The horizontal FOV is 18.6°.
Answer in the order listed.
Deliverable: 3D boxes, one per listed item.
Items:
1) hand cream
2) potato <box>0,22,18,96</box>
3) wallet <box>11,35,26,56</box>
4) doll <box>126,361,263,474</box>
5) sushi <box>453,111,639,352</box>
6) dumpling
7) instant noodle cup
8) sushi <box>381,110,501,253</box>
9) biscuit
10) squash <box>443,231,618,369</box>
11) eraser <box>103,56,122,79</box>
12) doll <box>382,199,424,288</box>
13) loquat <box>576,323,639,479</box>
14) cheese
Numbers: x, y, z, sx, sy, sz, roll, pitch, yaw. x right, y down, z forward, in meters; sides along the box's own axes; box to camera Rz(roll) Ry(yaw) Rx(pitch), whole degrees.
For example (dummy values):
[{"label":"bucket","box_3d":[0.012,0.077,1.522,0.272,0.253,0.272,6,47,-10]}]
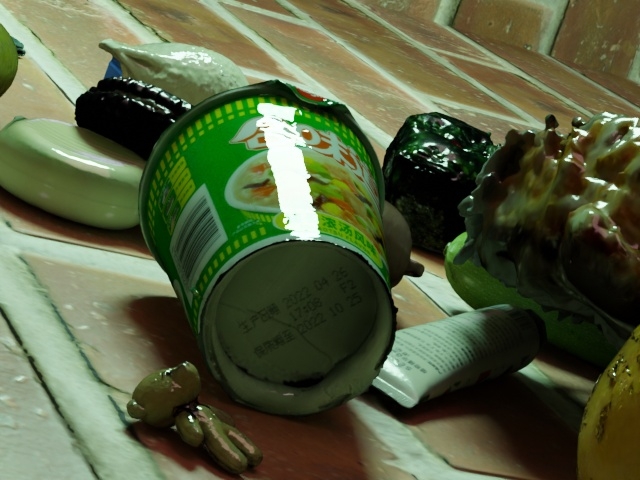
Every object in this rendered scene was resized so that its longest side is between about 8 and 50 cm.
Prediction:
[{"label":"hand cream","box_3d":[0.108,0.095,1.641,0.095,0.059,0.276,30,21,28]},{"label":"potato","box_3d":[-0.373,-0.177,1.900,0.149,0.113,0.251,12,5,0]},{"label":"wallet","box_3d":[-0.414,-0.250,2.287,0.129,0.026,0.088,28,15,30]},{"label":"doll","box_3d":[-0.084,0.124,1.309,0.093,0.051,0.061,53,21,10]},{"label":"sushi","box_3d":[0.303,0.041,1.613,0.417,0.176,0.417,34,-2,1]},{"label":"dumpling","box_3d":[-0.143,-0.153,2.083,0.215,0.126,0.166,12,16,-15]},{"label":"instant noodle cup","box_3d":[-0.033,0.012,1.492,0.207,0.207,0.233,16,21,-15]},{"label":"sushi","box_3d":[0.127,-0.070,2.144,0.124,0.127,0.225,20,16,2]},{"label":"biscuit","box_3d":[-0.141,-0.086,1.820,0.194,0.053,0.194,27,-19,10]},{"label":"squash","box_3d":[0.293,0.080,1.856,0.378,0.101,0.101,22,14,2]},{"label":"eraser","box_3d":[-0.217,-0.170,2.175,0.027,0.063,0.085,12,16,-26]},{"label":"doll","box_3d":[-0.002,0.003,1.766,0.188,0.096,0.145,6,-23,19]},{"label":"loquat","box_3d":[0.288,0.146,1.329,0.235,0.235,0.235,19,14,-5]},{"label":"cheese","box_3d":[-0.182,-0.044,1.739,0.227,0.064,0.137,23,16,13]}]
